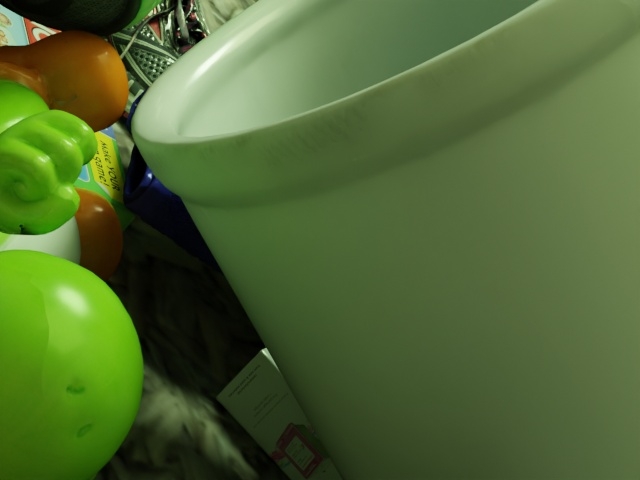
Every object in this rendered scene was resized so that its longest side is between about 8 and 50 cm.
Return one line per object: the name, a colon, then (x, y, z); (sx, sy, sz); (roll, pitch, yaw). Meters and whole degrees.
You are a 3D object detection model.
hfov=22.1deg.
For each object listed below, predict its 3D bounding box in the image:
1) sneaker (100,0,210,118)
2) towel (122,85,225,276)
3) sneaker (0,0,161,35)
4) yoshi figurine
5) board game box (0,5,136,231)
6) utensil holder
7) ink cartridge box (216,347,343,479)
sneaker: (-0.133, -0.180, 1.344); (0.299, 0.112, 0.121); (53, 23, 24)
towel: (0.000, 0.000, 1.161); (0.308, 0.076, 0.228); (36, 14, -18)
sneaker: (-0.285, -0.228, 0.992); (0.482, 0.185, 0.202); (24, 40, 30)
yoshi figurine: (-0.149, 0.027, 0.810); (0.203, 0.203, 0.362); (44, 23, -14)
board game box: (-0.250, -0.143, 1.142); (0.213, 0.046, 0.317); (26, 28, -36)
utensil holder: (0.126, 0.023, 0.924); (0.385, 0.327, 0.327); (62, 14, -20)
ink cartridge box: (0.003, 0.123, 1.083); (0.122, 0.052, 0.088); (48, 21, 8)
